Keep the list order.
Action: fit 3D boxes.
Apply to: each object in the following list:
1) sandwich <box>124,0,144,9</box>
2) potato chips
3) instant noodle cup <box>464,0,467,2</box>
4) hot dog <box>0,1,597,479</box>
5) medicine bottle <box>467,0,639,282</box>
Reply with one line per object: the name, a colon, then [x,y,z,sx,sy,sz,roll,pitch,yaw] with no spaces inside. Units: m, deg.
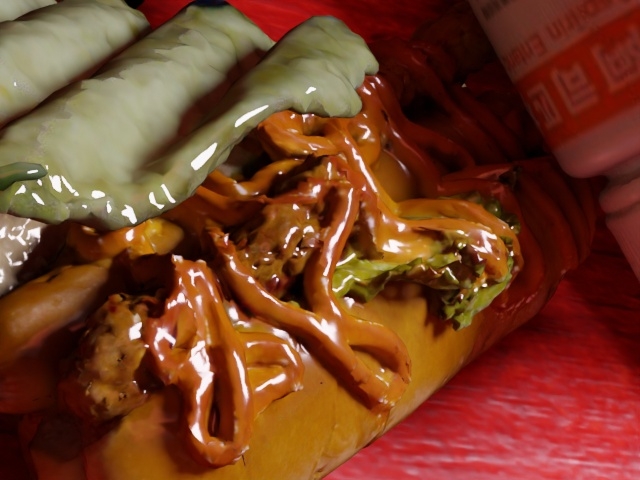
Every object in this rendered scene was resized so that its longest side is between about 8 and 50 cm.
sandwich: [-0.122,-0.223,0.732,0.159,0.079,0.235,26,33,-21]
potato chips: [-0.203,-0.064,0.502,0.373,0.097,0.389,29,36,31]
instant noodle cup: [0.233,-0.132,0.806,0.312,0.284,0.284,40,40,14]
hot dog: [0.000,0.000,0.608,0.158,0.117,0.349,50,41,12]
medicine bottle: [0.146,-0.098,0.640,0.144,0.144,0.252,-30,89,-48]
